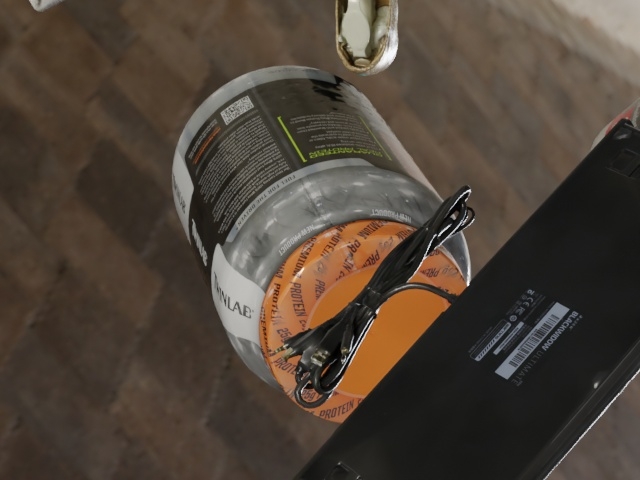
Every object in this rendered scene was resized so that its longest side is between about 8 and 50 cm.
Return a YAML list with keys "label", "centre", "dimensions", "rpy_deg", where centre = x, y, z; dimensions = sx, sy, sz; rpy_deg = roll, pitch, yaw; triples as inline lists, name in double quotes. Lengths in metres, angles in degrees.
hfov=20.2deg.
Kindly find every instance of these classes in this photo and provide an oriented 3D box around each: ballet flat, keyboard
- label: "ballet flat"
  centre: [0.043, -0.254, 1.723]
  dimensions: [0.067, 0.073, 0.206]
  rpy_deg: [-53, 141, -62]
- label: "keyboard"
  centre: [0.099, 0.049, 1.052]
  dimensions: [0.201, 0.317, 0.033]
  rpy_deg: [30, -21, 40]

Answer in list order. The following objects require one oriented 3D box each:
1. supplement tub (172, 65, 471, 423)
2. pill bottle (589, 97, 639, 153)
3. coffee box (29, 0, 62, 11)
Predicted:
- label: "supplement tub"
  centre: [0.000, 0.000, 1.399]
  dimensions: [0.193, 0.193, 0.316]
  rpy_deg: [40, 10, -26]
- label: "pill bottle"
  centre: [0.375, -0.099, 1.436]
  dimensions: [0.176, 0.318, 0.176]
  rpy_deg: [19, 52, -26]
- label: "coffee box"
  centre: [-0.068, -0.346, 0.916]
  dimensions: [0.337, 0.338, 0.334]
  rpy_deg: [63, 1, -12]
